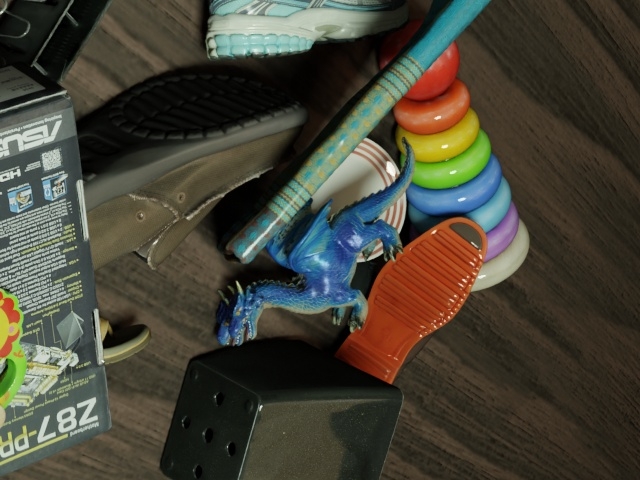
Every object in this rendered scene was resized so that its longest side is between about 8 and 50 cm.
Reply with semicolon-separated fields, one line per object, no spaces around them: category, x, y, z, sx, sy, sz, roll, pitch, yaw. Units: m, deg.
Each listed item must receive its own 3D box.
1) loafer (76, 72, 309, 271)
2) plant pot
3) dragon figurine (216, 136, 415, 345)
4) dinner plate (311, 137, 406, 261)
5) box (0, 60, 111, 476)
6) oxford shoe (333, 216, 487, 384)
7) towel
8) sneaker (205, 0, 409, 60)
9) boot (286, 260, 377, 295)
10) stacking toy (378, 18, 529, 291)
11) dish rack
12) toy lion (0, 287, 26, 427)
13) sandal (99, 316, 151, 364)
loafer;-0.166;-0.048;1.481;0.366;0.134;0.130;-25;129;-33
plant pot;-0.056;0.211;1.711;0.167;0.187;0.188;10;99;-41
dragon figurine;0.000;0.000;1.701;0.144;0.085;0.289;30;87;-25
dinner plate;0.031;-0.046;1.784;0.141;0.017;0.141;4;82;-32
box;-0.358;0.069;1.217;0.395;0.097;0.318;-22;123;-29
oxford shoe;0.102;0.076;1.882;0.271;0.097;0.098;-51;173;21
towel;0.034;-0.122;1.573;0.370;0.040;0.271;-48;-177;-5
sneaker;-0.004;-0.253;1.603;0.283;0.110;0.122;-22;111;-52
boot;0.015;0.036;1.825;0.121;0.045;0.099;-46;142;-31
stacking toy;0.140;-0.102;1.857;0.141;0.141;0.330;-46;134;-30
dish rack;-0.273;-0.242;1.273;0.208;0.074;0.271;-61;144;-13
toy lion;-0.256;0.083;1.224;0.096;0.034;0.100;-55;136;-12
sandal;-0.229;0.094;1.516;0.180;0.072;0.049;-12;94;-46
